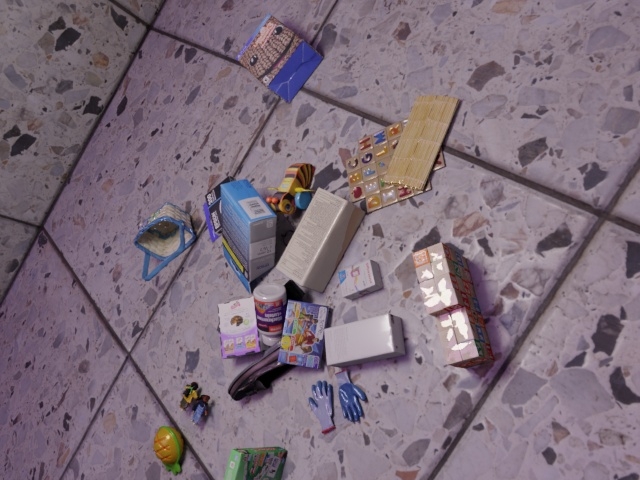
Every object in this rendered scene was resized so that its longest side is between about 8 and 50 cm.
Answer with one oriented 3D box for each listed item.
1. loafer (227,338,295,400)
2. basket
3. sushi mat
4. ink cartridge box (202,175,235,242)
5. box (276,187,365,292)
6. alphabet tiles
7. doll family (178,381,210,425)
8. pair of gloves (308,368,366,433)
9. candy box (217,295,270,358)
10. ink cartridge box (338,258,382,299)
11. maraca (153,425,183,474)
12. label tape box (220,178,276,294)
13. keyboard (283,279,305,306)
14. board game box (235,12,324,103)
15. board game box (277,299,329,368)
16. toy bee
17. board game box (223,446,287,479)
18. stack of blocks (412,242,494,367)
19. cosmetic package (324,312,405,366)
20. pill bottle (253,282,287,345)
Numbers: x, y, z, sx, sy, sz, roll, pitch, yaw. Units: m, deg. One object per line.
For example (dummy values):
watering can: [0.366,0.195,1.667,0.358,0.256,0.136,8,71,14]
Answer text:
loafer: [-0.185,0.445,1.694,0.302,0.109,0.095,-44,58,13]
basket: [-0.655,0.004,2.142,0.255,0.201,0.288,-37,46,21]
sushi mat: [0.316,-0.313,1.619,0.152,0.019,0.316,20,85,41]
ink cartridge box: [-0.412,-0.130,2.109,0.208,0.045,0.206,-37,56,23]
box: [0.000,0.000,1.696,0.148,0.121,0.310,32,95,40]
alphabet tiles: [0.234,-0.253,1.680,0.343,0.011,0.284,-20,63,31]
doll family: [-0.456,0.585,1.873,0.193,0.076,0.111,30,89,35]
pair of gloves: [0.050,0.485,1.552,0.198,0.023,0.159,-32,59,26]
candy box: [-0.270,0.306,1.801,0.165,0.070,0.196,-15,72,24]
ink cartridge box: [0.125,0.123,1.603,0.123,0.052,0.088,-25,60,27]
maraca: [-0.551,0.764,1.866,0.127,0.099,0.185,6,104,41]
label tape box: [-0.267,-0.012,1.879,0.249,0.115,0.347,49,147,39]
keyboard: [-0.111,0.212,1.742,0.100,0.038,0.192,51,130,8]
board game box: [-0.170,-0.738,2.076,0.232,0.141,0.291,-50,52,12]
board game box: [-0.053,0.299,1.638,0.136,0.035,0.201,10,77,1]
toy bee: [-0.107,-0.153,1.809,0.196,0.162,0.297,-17,65,30]
board game box: [-0.217,0.783,1.524,0.046,0.214,0.316,6,78,39]
stack of blocks: [0.347,0.172,1.338,0.087,0.171,0.296,-24,61,29]
cosmetic package: [0.128,0.300,1.518,0.231,0.086,0.117,-18,64,30]
pill bottle: [-0.161,0.247,1.696,0.108,0.108,0.193,19,122,40]
